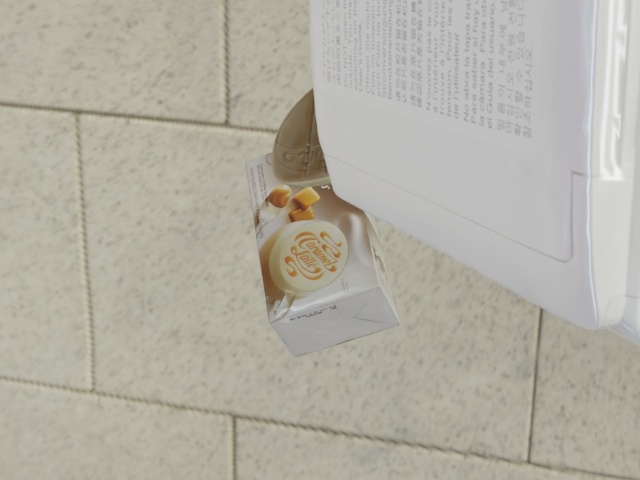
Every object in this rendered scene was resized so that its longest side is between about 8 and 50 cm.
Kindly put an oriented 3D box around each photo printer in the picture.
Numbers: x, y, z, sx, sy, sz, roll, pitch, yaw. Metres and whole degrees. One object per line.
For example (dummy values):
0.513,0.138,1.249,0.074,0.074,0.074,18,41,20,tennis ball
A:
0.079,-0.115,0.492,0.107,0.307,0.255,-4,103,-18,photo printer

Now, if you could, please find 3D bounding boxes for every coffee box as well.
0.000,0.000,1.483,0.141,0.246,0.098,-17,143,10,coffee box

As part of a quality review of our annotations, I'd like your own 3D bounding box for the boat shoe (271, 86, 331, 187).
0.092,-0.120,1.239,0.341,0.110,0.121,-18,59,40,boat shoe
